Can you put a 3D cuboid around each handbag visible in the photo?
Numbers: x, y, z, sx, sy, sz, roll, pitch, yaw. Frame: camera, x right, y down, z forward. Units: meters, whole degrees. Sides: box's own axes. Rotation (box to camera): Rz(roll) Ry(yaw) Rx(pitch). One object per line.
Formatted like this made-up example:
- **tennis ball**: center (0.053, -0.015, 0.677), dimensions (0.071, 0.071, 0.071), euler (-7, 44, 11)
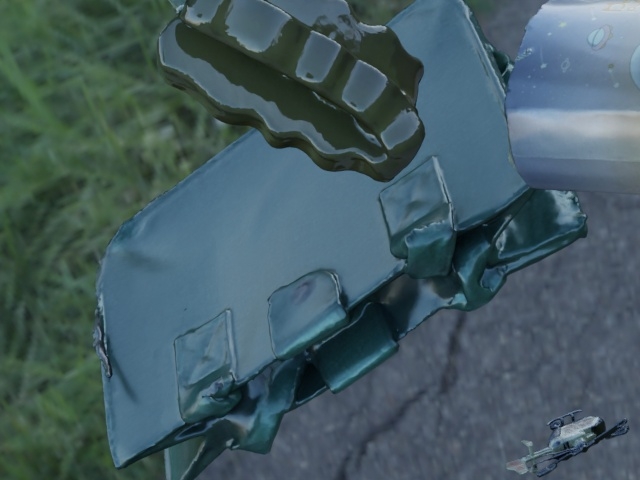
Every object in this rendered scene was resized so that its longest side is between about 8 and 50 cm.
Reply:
- **handbag**: center (0.168, -0.071, 0.788), dimensions (0.173, 0.095, 0.117), euler (6, 40, 34)
- **handbag**: center (-0.001, -0.001, 1.029), dimensions (0.326, 0.089, 0.238), euler (-34, 34, 16)

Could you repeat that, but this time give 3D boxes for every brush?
- **brush**: center (-0.081, -0.126, 0.752), dimensions (0.071, 0.301, 0.084), euler (-50, 19, 34)

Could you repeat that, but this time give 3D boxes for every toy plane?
- **toy plane**: center (0.223, 0.187, 1.474), dimensions (0.120, 0.031, 0.049), euler (-20, 18, -15)
